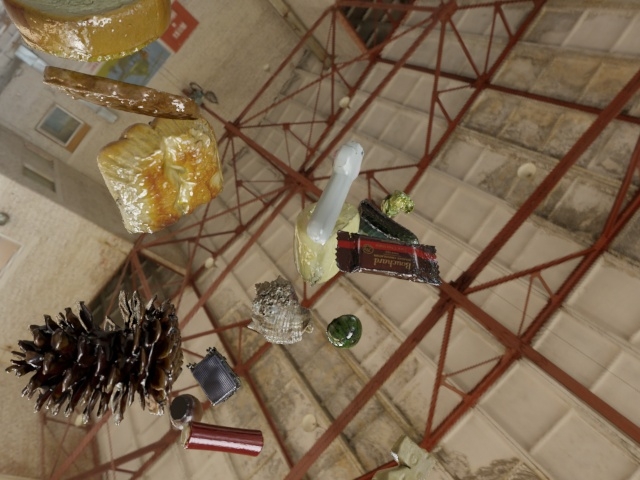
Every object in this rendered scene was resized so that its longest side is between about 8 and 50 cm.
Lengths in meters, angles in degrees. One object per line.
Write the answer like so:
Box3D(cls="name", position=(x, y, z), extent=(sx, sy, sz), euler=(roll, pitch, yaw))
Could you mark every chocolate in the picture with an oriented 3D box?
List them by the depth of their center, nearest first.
Box3D(cls="chocolate", position=(0.110, 0.030, 0.754), extent=(0.028, 0.182, 0.086), euler=(110, -17, -53))
Box3D(cls="chocolate", position=(-0.503, 0.659, 1.767), extent=(0.124, 0.133, 0.128), euler=(-29, -128, 15))

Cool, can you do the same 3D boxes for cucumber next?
Box3D(cls="cucumber", position=(0.216, -0.046, 1.501), extent=(0.067, 0.067, 0.245), euler=(-50, -122, 2))

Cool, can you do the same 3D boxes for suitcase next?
Box3D(cls="suitcase", position=(-0.259, 0.334, 1.140), extent=(0.086, 0.059, 0.126), euler=(-38, -101, -3))

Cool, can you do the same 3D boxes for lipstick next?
Box3D(cls="lipstick", position=(-0.286, 0.585, 1.366), extent=(0.080, 0.241, 0.080), euler=(-39, -139, 44))

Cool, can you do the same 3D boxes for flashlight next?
Box3D(cls="flashlight", position=(0.025, -0.089, 0.860), extent=(0.047, 0.093, 0.201), euler=(20, -100, 18))

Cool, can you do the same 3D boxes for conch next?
Box3D(cls="conch", position=(-0.126, 0.214, 1.396), extent=(0.245, 0.163, 0.178), euler=(35, -81, 23))

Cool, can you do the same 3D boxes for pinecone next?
Box3D(cls="pinecone", position=(-0.390, 0.204, 0.831), extent=(0.246, 0.291, 0.247), euler=(-11, -103, 55))

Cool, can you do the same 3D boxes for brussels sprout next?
Box3D(cls="brussels sprout", position=(0.195, -0.094, 1.193), extent=(0.085, 0.085, 0.058), euler=(-41, -137, 13))

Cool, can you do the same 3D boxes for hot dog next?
Box3D(cls="hot dog", position=(-0.468, -0.222, 1.382), extent=(0.367, 0.365, 0.196), euler=(-36, -104, -21))

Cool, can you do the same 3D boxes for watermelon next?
Box3D(cls="watermelon", position=(0.072, 0.258, 1.274), extent=(0.105, 0.105, 0.062), euler=(-48, -149, 4))

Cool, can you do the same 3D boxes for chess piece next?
Box3D(cls="chess piece", position=(0.139, 0.473, 0.883), extent=(0.090, 0.090, 0.200), euler=(6, -142, 45))

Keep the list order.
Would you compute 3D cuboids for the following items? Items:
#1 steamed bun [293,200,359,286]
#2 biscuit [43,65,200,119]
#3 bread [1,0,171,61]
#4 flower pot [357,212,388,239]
Box3D(cls="steamed bun", position=(0.000, 0.000, 1.463), extent=(0.166, 0.232, 0.273), euler=(26, -138, 21))
Box3D(cls="biscuit", position=(-0.372, -0.275, 0.902), extent=(0.257, 0.272, 0.049), euler=(-146, -116, -68))
Box3D(cls="bread", position=(-0.347, -0.360, 0.698), extent=(0.235, 0.070, 0.236), euler=(4, -126, -6))
Box3D(cls="flower pot", position=(0.191, 0.007, 1.626), extent=(0.243, 0.157, 0.189), euler=(51, -49, 26))
